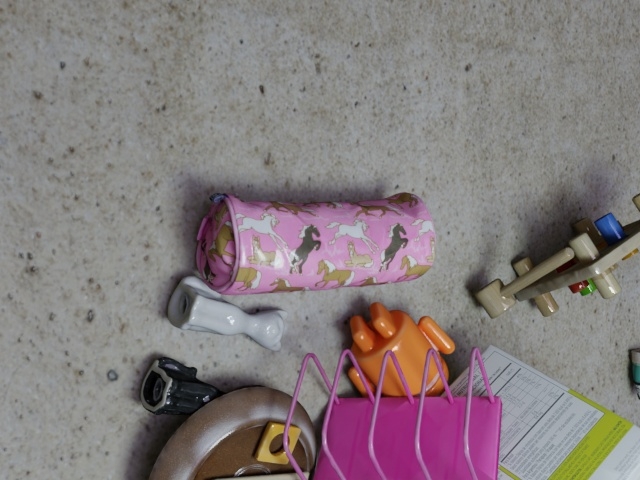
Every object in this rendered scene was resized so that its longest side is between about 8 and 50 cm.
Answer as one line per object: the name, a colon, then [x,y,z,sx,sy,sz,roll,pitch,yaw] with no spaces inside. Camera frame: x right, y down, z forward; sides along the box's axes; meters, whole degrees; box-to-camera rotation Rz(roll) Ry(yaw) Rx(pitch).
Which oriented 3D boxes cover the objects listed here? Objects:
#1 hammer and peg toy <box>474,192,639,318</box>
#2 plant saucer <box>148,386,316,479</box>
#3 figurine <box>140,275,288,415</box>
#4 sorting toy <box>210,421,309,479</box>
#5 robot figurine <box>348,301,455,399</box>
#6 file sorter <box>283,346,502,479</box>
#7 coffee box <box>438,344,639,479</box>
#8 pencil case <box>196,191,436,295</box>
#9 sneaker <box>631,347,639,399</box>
hammer and peg toy: [0.487,0.052,1.484,0.361,0.266,0.127,-29,86,-25]
plant saucer: [-0.123,0.383,1.240,0.311,0.050,0.310,-12,111,-34]
figurine: [-0.151,0.184,1.250,0.209,0.092,0.214,22,81,-36]
sorting toy: [-0.103,0.449,1.214,0.196,0.047,0.347,6,101,-38]
robot figurine: [0.141,0.209,1.376,0.158,0.128,0.219,-49,113,-25]
file sorter: [0.112,0.281,1.211,0.202,0.291,0.182,-73,149,-44]
coffee box: [0.332,0.451,1.323,0.338,0.334,0.337,-41,133,-20]
pencil case: [0.000,0.000,1.273,0.386,0.160,0.167,-1,75,-28]
sneaker: [0.818,0.300,1.765,0.302,0.108,0.121,1,92,-20]
